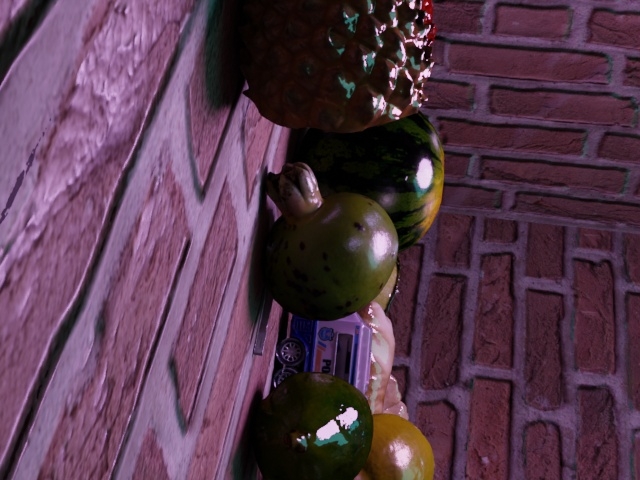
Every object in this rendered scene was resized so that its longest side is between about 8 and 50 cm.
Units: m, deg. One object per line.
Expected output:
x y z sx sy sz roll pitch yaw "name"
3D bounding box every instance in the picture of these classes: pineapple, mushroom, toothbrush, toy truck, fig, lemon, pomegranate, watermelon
0.018 -0.306 1.073 0.223 0.222 0.358 -61 152 -73 "pineapple"
0.021 0.296 1.837 0.314 0.224 0.397 -57 149 -43 "mushroom"
-0.074 0.079 1.468 0.017 0.014 0.194 89 9 -60 "toothbrush"
0.013 0.158 1.676 0.124 0.155 0.268 33 63 -82 "toy truck"
-0.011 0.294 1.467 0.245 0.195 0.196 137 -40 -88 "fig"
0.097 0.379 1.654 0.248 0.184 0.184 -11 109 -54 "lemon"
0.000 0.000 1.401 0.248 0.202 0.202 59 24 -23 "pomegranate"
0.080 -0.104 1.611 0.269 0.268 0.269 7 90 -83 "watermelon"

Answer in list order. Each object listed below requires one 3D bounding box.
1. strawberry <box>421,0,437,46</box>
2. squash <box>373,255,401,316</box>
0.056 -0.318 1.482 0.244 0.205 0.205 -55 153 -53 "strawberry"
0.067 0.107 2.037 0.220 0.133 0.220 -61 -174 11 "squash"
